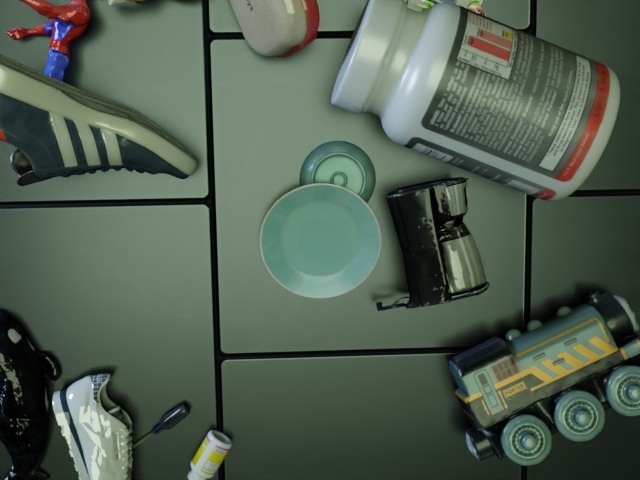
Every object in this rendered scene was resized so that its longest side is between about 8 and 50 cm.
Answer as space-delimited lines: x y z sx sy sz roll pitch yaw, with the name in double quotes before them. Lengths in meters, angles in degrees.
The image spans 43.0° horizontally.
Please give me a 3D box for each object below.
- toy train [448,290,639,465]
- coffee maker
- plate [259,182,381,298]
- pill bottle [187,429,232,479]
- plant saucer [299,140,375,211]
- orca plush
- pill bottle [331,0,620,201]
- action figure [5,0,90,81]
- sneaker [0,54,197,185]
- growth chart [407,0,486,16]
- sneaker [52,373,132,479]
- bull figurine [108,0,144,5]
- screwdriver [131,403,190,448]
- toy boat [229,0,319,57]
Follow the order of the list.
"toy train" 0.362 0.213 1.265 0.333 0.142 0.190 -25 89 1
"coffee maker" 0.154 0.005 1.221 0.171 0.120 0.178 -15 94 -10
"plate" 0.000 0.000 1.255 0.188 0.024 0.188 0 108 -1
"pill bottle" -0.179 0.348 1.296 0.043 0.043 0.083 31 96 -7
"plant saucer" 0.027 -0.094 1.256 0.119 0.021 0.119 0 98 -3
"orca plush" -0.488 0.258 1.237 0.151 0.102 0.287 6 98 -4
"pill bottle" 0.213 -0.210 1.154 0.362 0.210 0.210 21 96 -6
"action figure" -0.417 -0.262 1.169 0.139 0.091 0.280 18 97 -21
"sneaker" -0.345 -0.131 1.136 0.350 0.131 0.148 22 101 -34
"growth chart" 0.195 -0.435 1.218 0.171 0.021 0.237 15 96 -4
"sneaker" -0.330 0.325 1.261 0.094 0.090 0.235 -22 95 -6
"bull figurine" -0.264 -0.485 1.148 0.188 0.101 0.311 -20 96 4
"screwdriver" -0.278 0.314 1.303 0.170 0.025 0.024 -35 99 11
"toy boat" -0.052 -0.390 1.168 0.151 0.151 0.231 -28 101 -30
